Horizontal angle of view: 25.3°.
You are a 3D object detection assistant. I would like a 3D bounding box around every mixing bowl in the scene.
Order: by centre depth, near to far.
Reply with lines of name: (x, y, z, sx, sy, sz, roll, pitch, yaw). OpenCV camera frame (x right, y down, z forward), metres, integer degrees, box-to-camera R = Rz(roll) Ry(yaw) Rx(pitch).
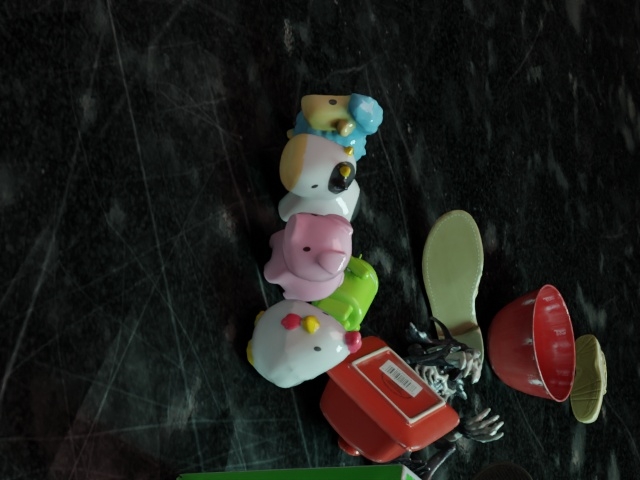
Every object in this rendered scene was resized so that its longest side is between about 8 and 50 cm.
mixing bowl: (0.320, 0.163, 2.216, 0.181, 0.098, 0.181, 22, 64, -57)

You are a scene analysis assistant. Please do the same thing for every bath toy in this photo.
bath toy: (0.000, 0.000, 1.648, 0.151, 0.129, 0.348, 44, 47, -49)

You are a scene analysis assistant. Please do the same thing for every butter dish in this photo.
butter dish: (0.063, 0.212, 1.729, 0.160, 0.118, 0.160, 43, 26, 17)

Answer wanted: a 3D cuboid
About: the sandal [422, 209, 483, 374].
sandal: (0.189, 0.070, 2.054, 0.079, 0.088, 0.240, -116, -160, -79)

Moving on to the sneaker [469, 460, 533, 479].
sneaker: (0.166, 0.435, 1.850, 0.295, 0.124, 0.178, -41, 148, -28)

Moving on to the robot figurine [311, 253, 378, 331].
robot figurine: (0.030, 0.066, 1.746, 0.115, 0.067, 0.101, -59, 160, -50)

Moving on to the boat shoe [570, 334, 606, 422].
boat shoe: (0.481, 0.251, 2.524, 0.059, 0.063, 0.170, 42, 46, -42)

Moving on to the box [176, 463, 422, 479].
box: (0.012, 0.324, 1.442, 0.231, 0.262, 0.127, 47, 44, -48)

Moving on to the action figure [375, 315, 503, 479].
action figure: (0.166, 0.215, 1.882, 0.164, 0.141, 0.276, 56, 40, -35)
